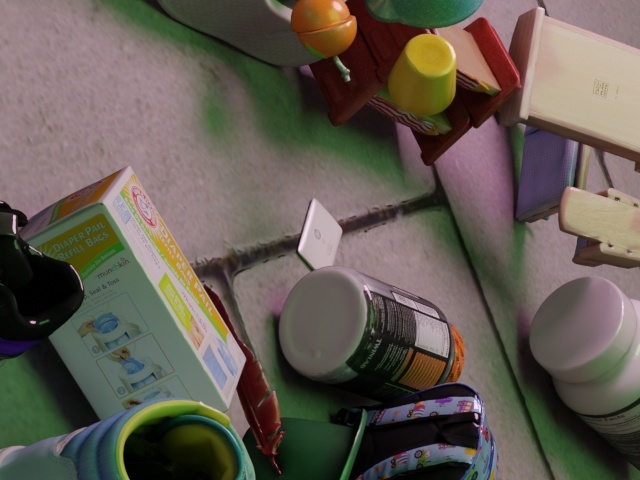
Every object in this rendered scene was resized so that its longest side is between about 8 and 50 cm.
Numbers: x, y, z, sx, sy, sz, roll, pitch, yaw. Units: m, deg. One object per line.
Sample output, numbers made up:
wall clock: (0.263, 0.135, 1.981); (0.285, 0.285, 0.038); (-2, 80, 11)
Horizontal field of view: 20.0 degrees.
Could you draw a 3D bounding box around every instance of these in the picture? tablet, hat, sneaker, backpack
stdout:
tablet: (0.000, 0.000, 1.905); (0.054, 0.006, 0.083); (48, 36, -29)
hat: (-0.069, 0.195, 1.649); (0.183, 0.173, 0.208); (22, 59, -1)
sneaker: (-0.289, 0.004, 1.324); (0.293, 0.146, 0.102); (29, 49, -47)
sneaker: (-0.101, 0.214, 1.427); (0.319, 0.208, 0.127); (20, 54, -51)
sneaker: (-0.093, -0.292, 1.856); (0.296, 0.104, 0.147); (27, 48, -55)
backpack: (0.102, 0.223, 1.764); (0.117, 0.173, 0.158); (46, 37, -32)

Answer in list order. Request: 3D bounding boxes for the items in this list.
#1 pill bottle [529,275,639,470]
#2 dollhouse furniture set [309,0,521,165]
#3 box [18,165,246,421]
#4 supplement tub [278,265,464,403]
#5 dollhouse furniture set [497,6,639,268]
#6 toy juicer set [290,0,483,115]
pill bottle: (0.384, 0.169, 2.240); (0.278, 0.162, 0.162); (42, 40, -37)
dollhouse furniture set: (0.058, -0.289, 2.075); (0.201, 0.152, 0.374); (21, 37, -50)
box: (-0.161, 0.057, 1.504); (0.203, 0.103, 0.114); (60, 14, -14)
supplement tub: (0.056, 0.101, 1.824); (0.190, 0.117, 0.117); (24, 52, -50)
dollhouse furniture set: (0.252, -0.106, 2.199); (0.198, 0.303, 0.286); (16, 74, -21)
toy juicer set: (0.074, -0.292, 1.872); (0.089, 0.209, 0.329); (102, 7, -63)
